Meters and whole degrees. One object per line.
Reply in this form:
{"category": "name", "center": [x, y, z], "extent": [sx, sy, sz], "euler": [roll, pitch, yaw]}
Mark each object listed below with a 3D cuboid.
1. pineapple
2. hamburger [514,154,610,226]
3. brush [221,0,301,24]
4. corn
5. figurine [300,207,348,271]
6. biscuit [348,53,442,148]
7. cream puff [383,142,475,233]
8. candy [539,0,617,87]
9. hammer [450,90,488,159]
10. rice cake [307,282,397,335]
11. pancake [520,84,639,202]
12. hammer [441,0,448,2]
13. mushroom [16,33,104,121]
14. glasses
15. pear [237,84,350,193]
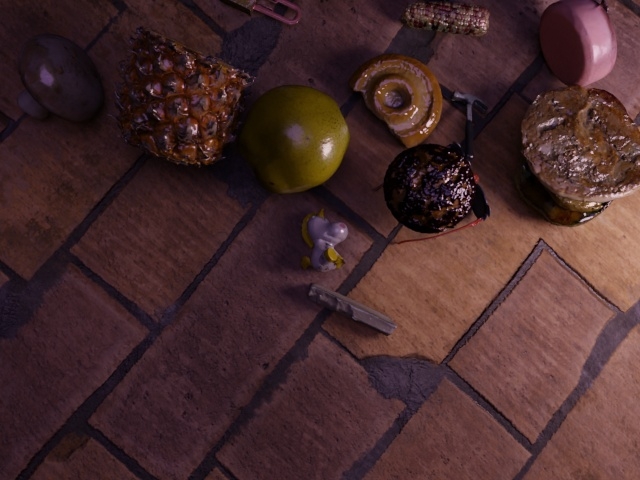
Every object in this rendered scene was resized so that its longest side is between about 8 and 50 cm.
{"category": "pineapple", "center": [-0.355, -0.351, 1.578], "extent": [0.352, 0.352, 0.300], "euler": [19, 98, 0]}
{"category": "hamburger", "center": [0.682, -0.180, 1.715], "extent": [0.285, 0.134, 0.265], "euler": [-39, 75, -15]}
{"category": "brush", "center": [-0.162, -0.681, 1.782], "extent": [0.233, 0.047, 0.103], "euler": [26, 83, -1]}
{"category": "corn", "center": [0.355, -0.635, 1.780], "extent": [0.253, 0.086, 0.086], "euler": [6, 83, 0]}
{"category": "figurine", "center": [0.007, -0.002, 1.690], "extent": [0.129, 0.109, 0.178], "euler": [1, 79, 20]}
{"category": "biscuit", "center": [0.224, -0.409, 1.744], "extent": [0.274, 0.091, 0.213], "euler": [42, 85, 5]}
{"category": "cream puff", "center": [0.276, -0.133, 1.604], "extent": [0.239, 0.165, 0.239], "euler": [1, 92, 16]}
{"category": "candy", "center": [0.696, -0.543, 1.696], "extent": [0.094, 0.255, 0.255], "euler": [-24, 85, -4]}
{"category": "hammer", "center": [0.413, -0.312, 1.716], "extent": [0.103, 0.029, 0.246], "euler": [13, 54, -8]}
{"category": "rice cake", "center": [0.083, 0.184, 1.682], "extent": [0.256, 0.057, 0.052], "euler": [25, 81, 0]}
{"category": "pancake", "center": [0.688, -0.257, 1.640], "extent": [0.356, 0.065, 0.356], "euler": [1, 69, -4]}
{"category": "hammer", "center": [0.288, -0.710, 1.816], "extent": [0.178, 0.021, 0.065], "euler": [6, 84, -1]}
{"category": "mushroom", "center": [-0.707, -0.408, 1.650], "extent": [0.243, 0.243, 0.243], "euler": [0, 83, -2]}
{"category": "glasses", "center": [0.305, -0.117, 1.699], "extent": [0.268, 0.118, 0.234], "euler": [-24, 86, -5]}
{"category": "pear", "center": [-0.063, -0.265, 1.624], "extent": [0.294, 0.294, 0.294], "euler": [0, 83, -2]}
